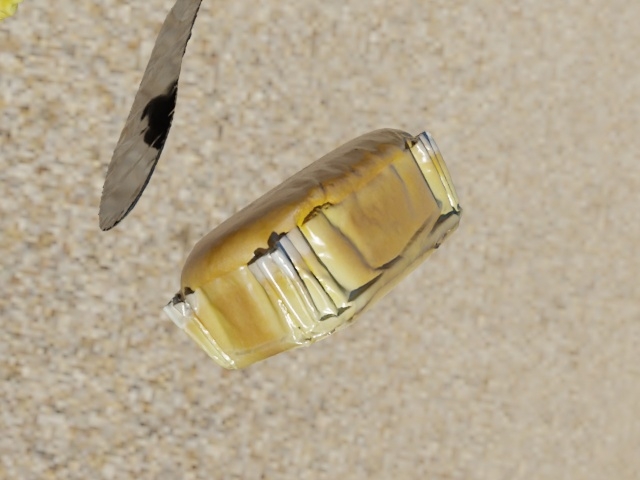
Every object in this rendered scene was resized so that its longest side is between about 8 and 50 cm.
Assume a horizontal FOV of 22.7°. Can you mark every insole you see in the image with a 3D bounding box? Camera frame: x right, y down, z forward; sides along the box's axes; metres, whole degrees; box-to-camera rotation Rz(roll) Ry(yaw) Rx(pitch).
[{"bbox_3d":[-0.104,-0.089,0.995,0.003,0.080,0.232,33,41,-22],"label":"insole"}]

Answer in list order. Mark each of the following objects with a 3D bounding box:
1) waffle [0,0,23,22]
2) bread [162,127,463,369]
[{"bbox_3d":[-0.394,-0.157,1.180,0.324,0.261,0.151,-55,157,-15],"label":"waffle"},{"bbox_3d":[0.000,0.000,1.198,0.241,0.136,0.107,-36,98,-50],"label":"bread"}]
